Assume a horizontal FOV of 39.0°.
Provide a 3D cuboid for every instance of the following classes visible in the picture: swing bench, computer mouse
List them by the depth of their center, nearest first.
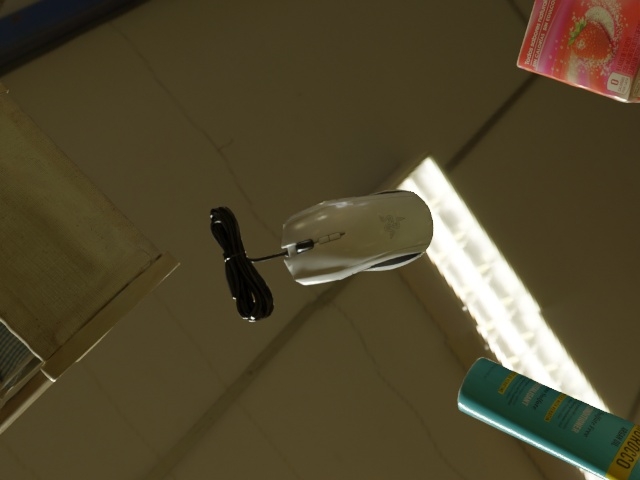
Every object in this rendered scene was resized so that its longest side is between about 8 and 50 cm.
[{"bbox_3d":[0.000,0.000,0.774,0.042,0.193,0.106,19,-124,-73],"label":"computer mouse"},{"bbox_3d":[-0.325,0.026,0.895,0.253,0.255,0.165,46,-139,-4],"label":"swing bench"}]

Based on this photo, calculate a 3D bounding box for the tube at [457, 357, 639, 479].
[{"bbox_3d":[0.219,0.164,0.769,0.080,0.207,0.052,-42,-38,-39],"label":"tube"}]

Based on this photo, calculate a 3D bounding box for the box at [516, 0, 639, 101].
[{"bbox_3d":[0.345,-0.308,0.961,0.154,0.142,0.299,-10,-60,-46],"label":"box"}]

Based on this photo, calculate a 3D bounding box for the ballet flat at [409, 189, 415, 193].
[{"bbox_3d":[0.126,-0.021,1.363,0.041,0.041,0.114,36,-120,-23],"label":"ballet flat"}]
